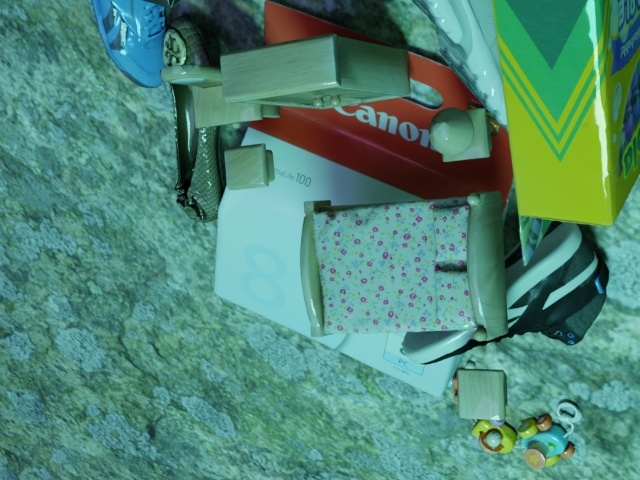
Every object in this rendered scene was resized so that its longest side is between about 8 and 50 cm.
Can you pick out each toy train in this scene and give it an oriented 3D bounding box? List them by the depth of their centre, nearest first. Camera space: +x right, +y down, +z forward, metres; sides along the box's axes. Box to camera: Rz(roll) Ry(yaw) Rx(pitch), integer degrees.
[{"bbox_3d":[0.223,0.218,1.277,0.166,0.046,0.125,15,133,25],"label":"toy train"}]

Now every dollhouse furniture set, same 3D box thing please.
[{"bbox_3d":[0.000,0.000,1.007,0.303,0.174,0.356,-4,92,29],"label":"dollhouse furniture set"}]

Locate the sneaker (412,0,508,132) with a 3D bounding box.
[{"bbox_3d":[0.157,-0.184,0.890,0.281,0.115,0.105,46,-170,-51],"label":"sneaker"}]

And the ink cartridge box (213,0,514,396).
[{"bbox_3d":[0.040,-0.033,1.162,0.308,0.091,0.385,24,137,17],"label":"ink cartridge box"}]

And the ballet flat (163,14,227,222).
[{"bbox_3d":[-0.148,-0.130,1.206,0.084,0.058,0.250,45,146,50],"label":"ballet flat"}]

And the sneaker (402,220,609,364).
[{"bbox_3d":[0.200,0.084,1.089,0.217,0.079,0.121,-38,118,14],"label":"sneaker"}]

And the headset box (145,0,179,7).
[{"bbox_3d":[-0.202,-0.337,0.976,0.293,0.218,0.110,19,134,20],"label":"headset box"}]

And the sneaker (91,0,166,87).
[{"bbox_3d":[-0.198,-0.258,1.153,0.082,0.069,0.209,3,127,29],"label":"sneaker"}]

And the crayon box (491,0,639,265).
[{"bbox_3d":[0.215,-0.160,0.842,0.083,0.203,0.323,9,130,29],"label":"crayon box"}]
